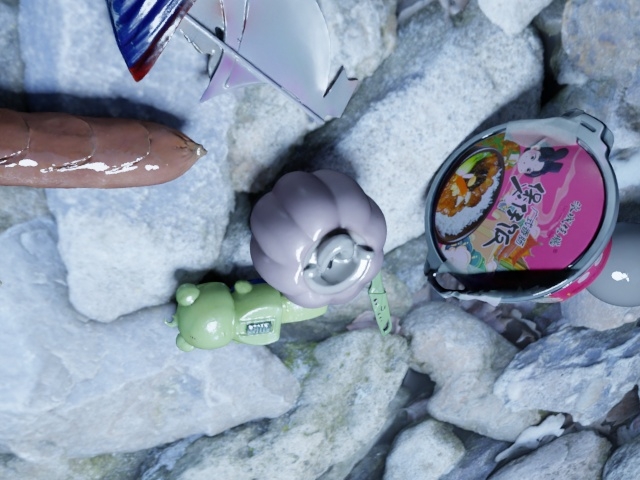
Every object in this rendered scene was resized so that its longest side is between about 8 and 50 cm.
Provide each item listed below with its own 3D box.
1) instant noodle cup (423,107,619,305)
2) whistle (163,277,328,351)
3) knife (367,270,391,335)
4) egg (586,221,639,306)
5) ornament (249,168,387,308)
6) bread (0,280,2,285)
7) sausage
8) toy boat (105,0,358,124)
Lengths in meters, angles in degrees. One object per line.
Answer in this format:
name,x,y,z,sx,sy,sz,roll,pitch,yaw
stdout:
instant noodle cup,0.301,-0.018,0.890,0.302,0.258,0.181,-39,142,17
whistle,-0.097,0.095,0.852,0.227,0.085,0.105,-6,121,-21
knife,0.086,0.074,0.970,0.030,0.014,0.207,-25,127,-12
egg,0.529,0.041,1.075,0.199,0.146,0.146,5,116,-35
ornament,0.000,0.001,0.792,0.178,0.177,0.177,-12,123,-19
bread,-0.450,0.011,0.583,0.224,0.183,0.211,-16,119,-18
sausage,-0.330,-0.097,0.632,0.433,0.088,0.088,1,118,-25
toy boat,-0.064,-0.245,0.679,0.318,0.072,0.219,6,119,-31
